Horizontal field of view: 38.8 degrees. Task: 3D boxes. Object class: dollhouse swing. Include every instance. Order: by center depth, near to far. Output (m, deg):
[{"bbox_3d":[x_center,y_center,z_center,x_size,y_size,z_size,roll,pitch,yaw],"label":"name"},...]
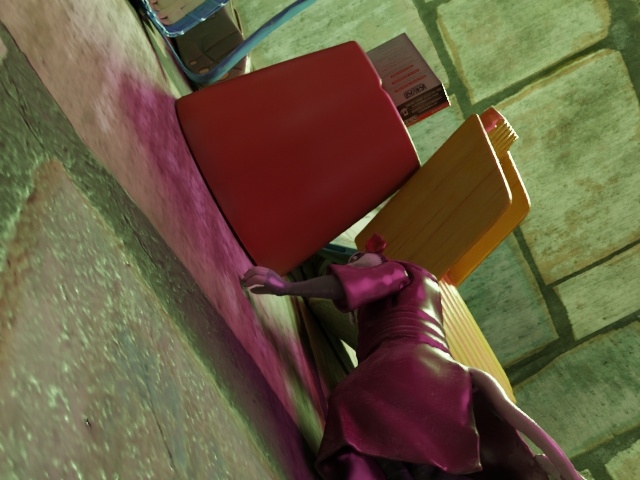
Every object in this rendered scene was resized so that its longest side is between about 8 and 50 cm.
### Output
[{"bbox_3d":[0.248,0.043,1.274,0.305,0.315,0.347,46,12,13],"label":"dollhouse swing"}]

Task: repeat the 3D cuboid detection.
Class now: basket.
[{"bbox_3d":[-0.145,-0.386,1.254,0.289,0.255,0.201,52,-3,23],"label":"basket"}]

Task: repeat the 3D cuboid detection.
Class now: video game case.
[{"bbox_3d":[0.000,0.000,1.413,0.119,0.166,0.015,-83,-174,-84],"label":"video game case"}]

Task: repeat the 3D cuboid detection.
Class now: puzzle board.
[{"bbox_3d":[-0.033,0.038,1.669,0.128,0.011,0.096,59,6,-37],"label":"puzzle board"}]

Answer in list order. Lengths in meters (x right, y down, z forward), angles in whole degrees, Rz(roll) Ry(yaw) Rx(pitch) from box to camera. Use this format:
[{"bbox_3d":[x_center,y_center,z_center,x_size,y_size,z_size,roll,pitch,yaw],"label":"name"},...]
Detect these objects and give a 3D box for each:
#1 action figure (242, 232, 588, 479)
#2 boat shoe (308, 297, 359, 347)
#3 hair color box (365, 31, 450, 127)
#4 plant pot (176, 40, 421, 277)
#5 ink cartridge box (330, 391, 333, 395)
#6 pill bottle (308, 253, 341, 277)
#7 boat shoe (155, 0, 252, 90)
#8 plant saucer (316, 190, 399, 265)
[{"bbox_3d":[0.090,0.116,0.954,0.248,0.276,0.370,51,24,-40],"label":"action figure"},{"bbox_3d":[0.101,0.116,1.469,0.187,0.156,0.500,39,-4,13],"label":"boat shoe"},{"bbox_3d":[0.112,-0.216,1.218,0.043,0.072,0.141,60,6,-43],"label":"hair color box"},{"bbox_3d":[-0.017,-0.119,1.188,0.275,0.243,0.275,63,3,-6],"label":"plant pot"},{"bbox_3d":[0.086,0.248,1.226,0.134,0.078,0.231,63,1,11],"label":"ink cartridge box"},{"bbox_3d":[0.043,0.039,1.782,0.131,0.131,0.229,59,5,-49],"label":"pill bottle"},{"bbox_3d":[-0.199,-0.362,1.524,0.130,0.132,0.355,77,-2,-62],"label":"boat shoe"},{"bbox_3d":[0.051,-0.047,1.676,0.400,0.100,0.400,19,28,-11],"label":"plant saucer"}]
